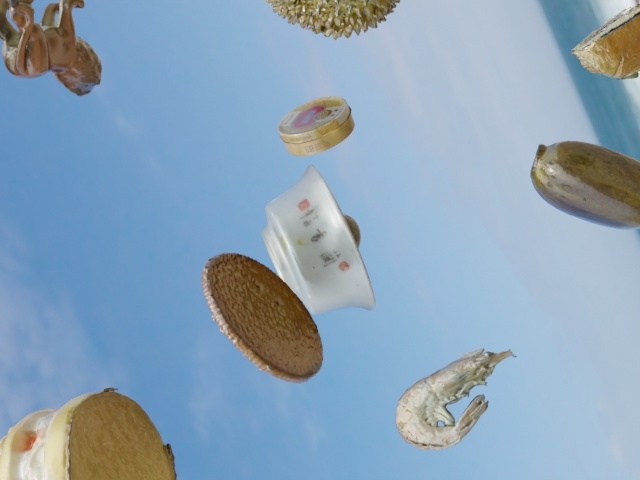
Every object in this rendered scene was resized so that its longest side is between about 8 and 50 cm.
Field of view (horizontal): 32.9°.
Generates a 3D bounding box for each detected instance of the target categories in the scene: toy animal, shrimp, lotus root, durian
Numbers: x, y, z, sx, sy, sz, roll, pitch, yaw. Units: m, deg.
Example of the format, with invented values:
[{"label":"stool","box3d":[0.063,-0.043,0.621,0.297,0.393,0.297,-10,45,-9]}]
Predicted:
[{"label":"toy animal","box3d":[-0.423,-0.302,1.696,0.312,0.097,0.158,-31,-65,-73]},{"label":"shrimp","box3d":[0.219,0.250,1.717,0.047,0.223,0.126,44,-165,-54]},{"label":"lotus root","box3d":[0.468,-0.090,1.831,0.124,0.241,0.123,108,177,-57]},{"label":"durian","box3d":[0.016,-0.437,1.662,0.293,0.258,0.258,37,-174,18]}]

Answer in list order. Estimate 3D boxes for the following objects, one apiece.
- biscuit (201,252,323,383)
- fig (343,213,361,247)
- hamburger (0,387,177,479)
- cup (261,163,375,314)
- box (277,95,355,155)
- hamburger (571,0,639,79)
[{"label":"biscuit","box3d":[-0.111,0.146,2.068,0.305,0.038,0.305,38,-155,-21]},{"label":"fig","box3d":[0.000,0.000,2.368,0.117,0.177,0.117,31,-127,-54]},{"label":"hamburger","box3d":[-0.352,0.356,1.620,0.261,0.186,0.302,68,-155,-11]},{"label":"cup","box3d":[-0.023,0.023,2.362,0.347,0.163,0.347,156,90,-85]},{"label":"box","box3d":[-0.005,-0.157,1.490,0.105,0.105,0.037,-88,-22,-58]},{"label":"hamburger","box3d":[0.479,-0.301,1.688,0.176,0.087,0.102,-38,-85,-35]}]
